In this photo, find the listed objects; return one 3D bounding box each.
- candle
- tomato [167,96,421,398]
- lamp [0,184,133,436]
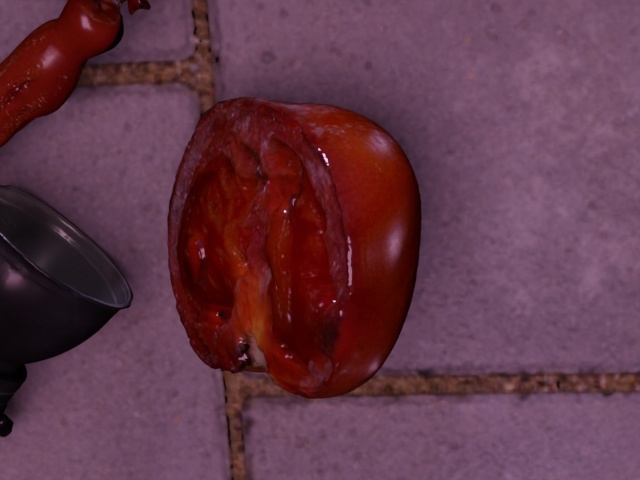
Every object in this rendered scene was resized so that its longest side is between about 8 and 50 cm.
[{"bbox_3d":[-0.239,-0.084,1.122,0.329,0.048,0.051,-38,67,30],"label":"candle"},{"bbox_3d":[0.000,0.000,1.087,0.139,0.233,0.200,-7,106,-37],"label":"tomato"},{"bbox_3d":[-0.260,0.086,1.145,0.147,0.172,0.227,42,100,17],"label":"lamp"}]
